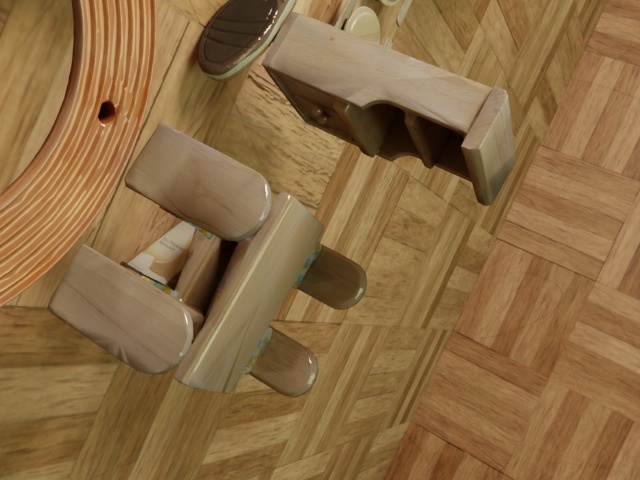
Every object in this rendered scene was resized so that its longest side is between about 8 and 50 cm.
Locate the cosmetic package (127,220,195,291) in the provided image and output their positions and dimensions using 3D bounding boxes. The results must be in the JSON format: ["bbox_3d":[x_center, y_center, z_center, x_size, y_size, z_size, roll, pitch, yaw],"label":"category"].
[{"bbox_3d":[-0.170,0.025,0.864,0.115,0.060,0.041,-46,152,-38],"label":"cosmetic package"}]

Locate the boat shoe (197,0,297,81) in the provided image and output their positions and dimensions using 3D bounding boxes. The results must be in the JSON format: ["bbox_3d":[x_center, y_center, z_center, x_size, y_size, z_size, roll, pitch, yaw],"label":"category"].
[{"bbox_3d":[-0.066,-0.240,0.813,0.190,0.068,0.072,-56,166,-19],"label":"boat shoe"}]

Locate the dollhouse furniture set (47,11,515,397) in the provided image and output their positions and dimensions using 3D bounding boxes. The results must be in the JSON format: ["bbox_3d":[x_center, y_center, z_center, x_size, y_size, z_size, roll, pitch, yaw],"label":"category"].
[{"bbox_3d":[0.000,0.000,0.787,0.394,0.256,0.362,-60,157,-5],"label":"dollhouse furniture set"}]

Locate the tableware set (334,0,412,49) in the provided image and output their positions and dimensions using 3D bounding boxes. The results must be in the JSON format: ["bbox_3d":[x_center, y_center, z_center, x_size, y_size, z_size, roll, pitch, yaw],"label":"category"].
[{"bbox_3d":[0.068,-0.327,1.028,0.128,0.039,0.194,41,70,-53],"label":"tableware set"}]

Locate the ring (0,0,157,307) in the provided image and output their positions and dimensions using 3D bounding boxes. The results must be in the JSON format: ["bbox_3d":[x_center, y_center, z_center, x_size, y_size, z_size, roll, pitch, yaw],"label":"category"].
[{"bbox_3d":[-0.215,-0.101,0.351,0.336,0.032,0.337,-33,134,-43],"label":"ring"}]
